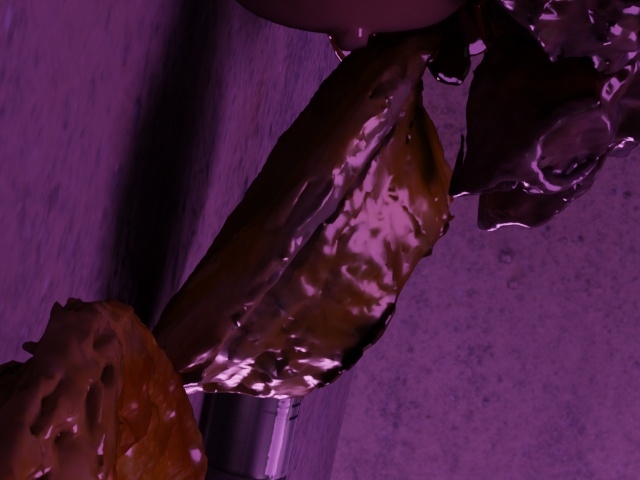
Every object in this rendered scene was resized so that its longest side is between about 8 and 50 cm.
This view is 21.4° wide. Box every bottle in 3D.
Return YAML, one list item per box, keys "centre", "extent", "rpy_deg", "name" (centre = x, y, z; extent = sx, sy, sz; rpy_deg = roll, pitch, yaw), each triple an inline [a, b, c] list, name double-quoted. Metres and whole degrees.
- centre: [-0.062, 0.140, 1.473]
  extent: [0.096, 0.079, 0.253]
  rpy_deg: [3, 101, -45]
  name: "bottle"

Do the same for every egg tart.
- centre: [-0.135, 0.173, 0.662]
  extent: [0.341, 0.129, 0.341]
  rpy_deg: [11, 90, -83]
  name: "egg tart"
- centre: [0.000, 0.000, 1.111]
  extent: [0.315, 0.120, 0.315]
  rpy_deg: [-53, -173, 9]
  name: "egg tart"

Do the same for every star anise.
- centre: [0.186, -0.143, 1.094]
  extent: [0.332, 0.117, 0.332]
  rpy_deg: [-50, 162, -23]
  name: "star anise"

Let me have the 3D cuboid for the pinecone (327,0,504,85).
- centre: [0.081, -0.232, 1.257]
  extent: [0.264, 0.264, 0.264]
  rpy_deg: [12, 90, -84]
  name: "pinecone"

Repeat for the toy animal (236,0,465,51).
- centre: [0.020, -0.214, 0.987]
  extent: [0.229, 0.210, 0.221]
  rpy_deg: [-105, -163, -49]
  name: "toy animal"
